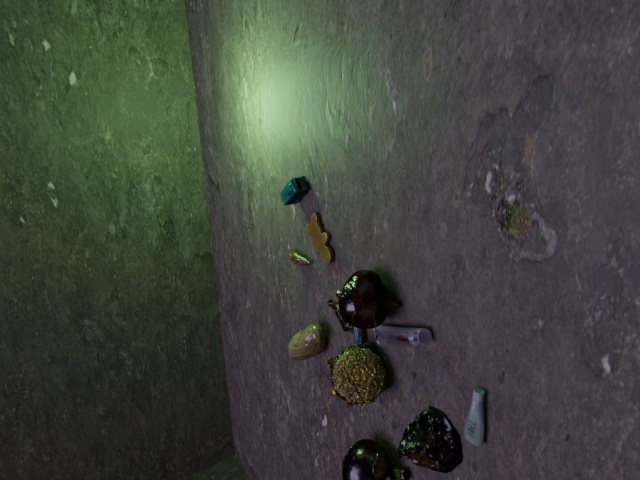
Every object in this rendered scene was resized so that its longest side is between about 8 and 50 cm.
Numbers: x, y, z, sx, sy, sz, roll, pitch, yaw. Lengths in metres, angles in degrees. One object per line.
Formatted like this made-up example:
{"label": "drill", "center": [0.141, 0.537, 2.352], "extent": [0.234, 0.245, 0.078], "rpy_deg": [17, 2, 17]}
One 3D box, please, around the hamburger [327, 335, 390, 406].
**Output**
{"label": "hamburger", "center": [0.155, 0.528, 1.702], "extent": [0.262, 0.243, 0.139], "rpy_deg": [62, 169, 20]}

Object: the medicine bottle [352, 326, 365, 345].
{"label": "medicine bottle", "center": [0.167, 0.429, 1.811], "extent": [0.051, 0.051, 0.191], "rpy_deg": [11, 110, 57]}

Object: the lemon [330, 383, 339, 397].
{"label": "lemon", "center": [0.078, 0.723, 2.050], "extent": [0.083, 0.062, 0.062], "rpy_deg": [41, 133, 45]}

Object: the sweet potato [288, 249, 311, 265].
{"label": "sweet potato", "center": [-0.106, 0.093, 2.121], "extent": [0.205, 0.068, 0.060], "rpy_deg": [19, 141, 49]}

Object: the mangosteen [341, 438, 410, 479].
{"label": "mangosteen", "center": [0.229, 0.969, 1.776], "extent": [0.289, 0.231, 0.232], "rpy_deg": [5, 107, 30]}

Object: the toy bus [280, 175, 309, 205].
{"label": "toy bus", "center": [-0.124, -0.233, 2.004], "extent": [0.160, 0.091, 0.079], "rpy_deg": [-40, 68, 56]}

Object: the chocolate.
{"label": "chocolate", "center": [0.359, 0.736, 1.495], "extent": [0.206, 0.176, 0.224], "rpy_deg": [56, 144, 32]}

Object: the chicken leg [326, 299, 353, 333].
{"label": "chicken leg", "center": [0.091, 0.331, 1.901], "extent": [0.219, 0.048, 0.090], "rpy_deg": [52, 137, 35]}

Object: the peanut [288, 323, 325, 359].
{"label": "peanut", "center": [-0.065, 0.511, 2.136], "extent": [0.325, 0.140, 0.154], "rpy_deg": [126, 141, -49]}

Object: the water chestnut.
{"label": "water chestnut", "center": [0.181, 0.227, 1.600], "extent": [0.223, 0.237, 0.224], "rpy_deg": [-6, -90, -81]}

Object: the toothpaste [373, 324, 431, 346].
{"label": "toothpaste", "center": [0.288, 0.356, 1.585], "extent": [0.323, 0.066, 0.100], "rpy_deg": [-22, 87, 63]}

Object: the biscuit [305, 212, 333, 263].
{"label": "biscuit", "center": [0.000, 0.000, 1.946], "extent": [0.235, 0.030, 0.153], "rpy_deg": [63, 147, 22]}

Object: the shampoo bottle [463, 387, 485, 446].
{"label": "shampoo bottle", "center": [0.492, 0.554, 1.342], "extent": [0.069, 0.041, 0.191], "rpy_deg": [30, 126, 57]}
